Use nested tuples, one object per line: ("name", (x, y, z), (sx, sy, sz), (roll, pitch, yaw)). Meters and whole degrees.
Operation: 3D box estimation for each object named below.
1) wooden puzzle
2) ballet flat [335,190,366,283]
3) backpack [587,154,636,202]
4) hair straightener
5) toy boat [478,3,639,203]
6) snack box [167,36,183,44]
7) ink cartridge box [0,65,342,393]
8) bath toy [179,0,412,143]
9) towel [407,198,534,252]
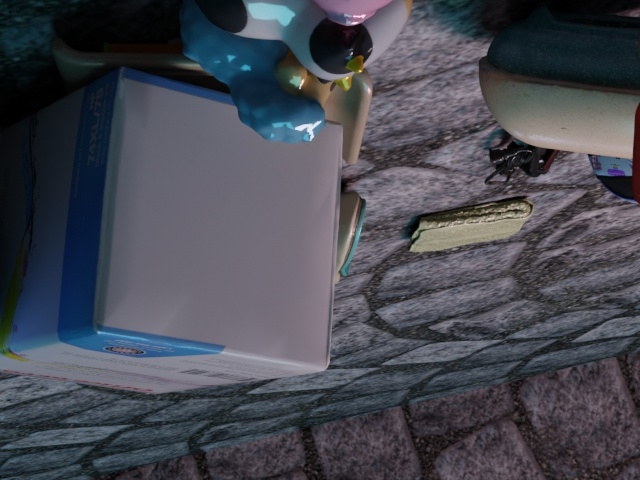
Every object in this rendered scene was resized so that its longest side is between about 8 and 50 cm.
("wooden puzzle", (-0.083, -0.114, 1.248), (0.238, 0.044, 0.221), (5, 167, -1))
("ballet flat", (0.000, 0.000, 1.763), (0.086, 0.086, 0.248), (-11, 166, -6))
("backpack", (0.335, -0.114, 1.472), (0.173, 0.158, 0.117), (-8, -170, 43))
("hair straightener", (0.209, -0.102, 1.632), (0.089, 0.047, 0.230), (-10, 169, -7))
("toy boat", (0.262, -0.130, 1.237), (0.267, 0.148, 0.318), (5, -165, 2))
("snack box", (-0.073, -0.134, 1.309), (0.064, 0.022, 0.178), (-11, 165, 7))
("ink cartridge box", (-0.141, 0.006, 1.246), (0.198, 0.197, 0.270), (12, 165, -32))
("bath toy", (-0.001, -0.179, 0.967), (0.151, 0.129, 0.348), (4, 160, -10))
("towel", (0.182, -0.016, 1.932), (0.148, 0.027, 0.110), (-11, 166, -7))
